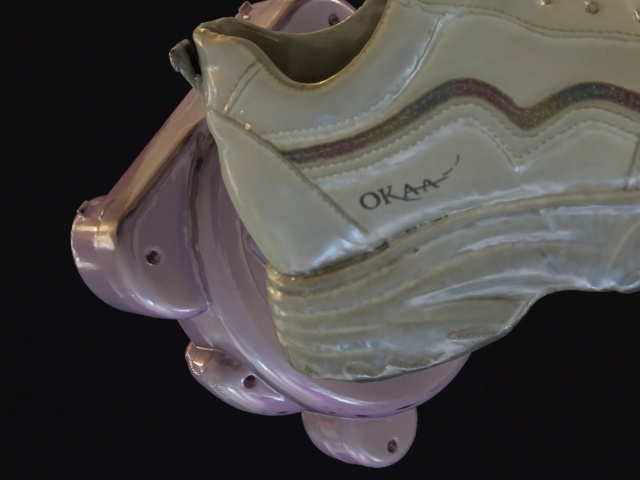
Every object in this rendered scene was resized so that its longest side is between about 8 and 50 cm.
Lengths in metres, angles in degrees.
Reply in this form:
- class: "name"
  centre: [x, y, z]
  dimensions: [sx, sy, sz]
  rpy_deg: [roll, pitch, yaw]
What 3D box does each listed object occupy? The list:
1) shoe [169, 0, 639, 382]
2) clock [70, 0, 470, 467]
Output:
- class: "shoe"
  centre: [0.097, -0.081, 0.573]
  dimensions: [0.342, 0.132, 0.210]
  rpy_deg: [-23, -71, 14]
- class: "clock"
  centre: [0.000, 0.000, 0.994]
  dimensions: [0.113, 0.322, 0.295]
  rpy_deg: [0, -130, 55]
